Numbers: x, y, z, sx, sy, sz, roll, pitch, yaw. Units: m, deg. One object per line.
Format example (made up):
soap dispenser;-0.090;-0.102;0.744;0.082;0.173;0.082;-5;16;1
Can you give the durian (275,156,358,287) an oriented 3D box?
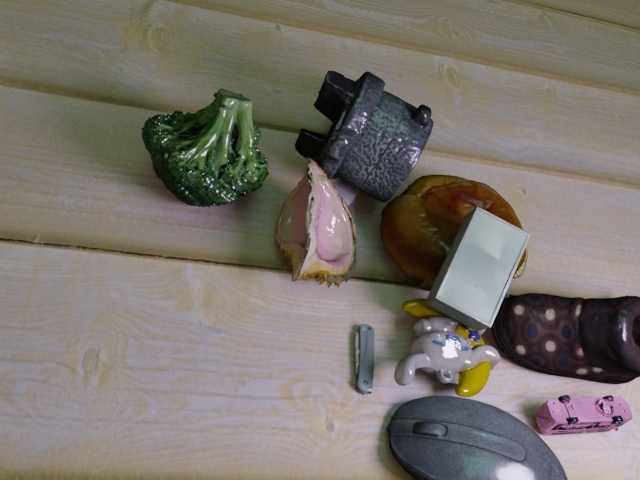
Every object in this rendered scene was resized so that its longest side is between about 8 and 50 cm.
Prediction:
durian;0.008;-0.006;1.459;0.195;0.185;0.305;20;49;-29

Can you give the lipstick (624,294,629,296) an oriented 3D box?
lipstick;0.819;0.263;1.566;0.073;0.073;0.280;-20;62;-31

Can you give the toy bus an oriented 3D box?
toy bus;0.557;0.372;1.370;0.203;0.090;0.063;2;52;-17

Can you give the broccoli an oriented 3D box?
broccoli;-0.252;-0.215;1.464;0.308;0.275;0.308;21;21;-8

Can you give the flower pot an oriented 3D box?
flower pot;0.095;-0.255;1.549;0.283;0.299;0.299;30;48;-6

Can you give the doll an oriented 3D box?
doll;0.267;0.227;1.371;0.252;0.111;0.237;19;46;-18

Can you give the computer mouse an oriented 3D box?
computer mouse;0.315;0.411;1.236;0.374;0.114;0.203;20;49;-1

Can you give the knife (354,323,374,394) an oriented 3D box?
knife;0.092;0.246;1.354;0.044;0.023;0.162;15;48;-10

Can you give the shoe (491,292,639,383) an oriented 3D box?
shoe;0.585;0.203;1.404;0.384;0.237;0.171;18;63;-8

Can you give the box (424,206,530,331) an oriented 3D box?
box;0.333;0.061;1.365;0.129;0.086;0.225;28;75;1

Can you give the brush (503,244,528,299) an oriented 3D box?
brush;0.480;0.086;1.608;0.060;0.068;0.297;39;50;-15

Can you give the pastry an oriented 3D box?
pastry;0.322;-0.015;1.558;0.356;0.164;0.356;7;48;-7

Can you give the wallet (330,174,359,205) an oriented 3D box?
wallet;0.060;-0.172;1.685;0.124;0.032;0.183;33;48;5
